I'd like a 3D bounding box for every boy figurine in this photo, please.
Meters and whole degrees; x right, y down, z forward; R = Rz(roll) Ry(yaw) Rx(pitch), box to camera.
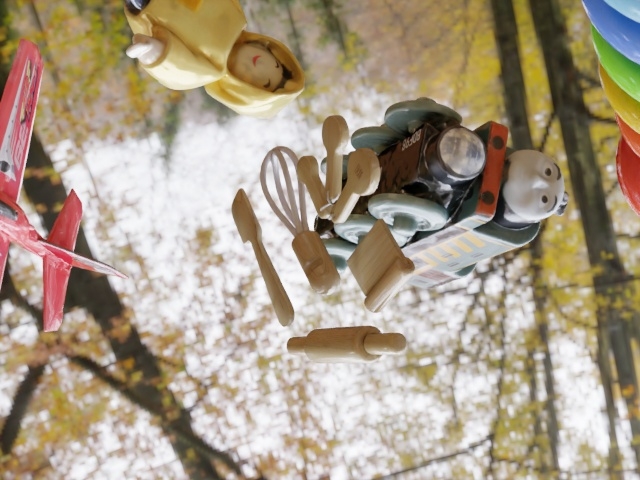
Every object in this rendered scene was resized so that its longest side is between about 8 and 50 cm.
[{"bbox_3d":[-0.126,-0.211,1.101,0.092,0.285,0.177,-20,-146,36],"label":"boy figurine"}]

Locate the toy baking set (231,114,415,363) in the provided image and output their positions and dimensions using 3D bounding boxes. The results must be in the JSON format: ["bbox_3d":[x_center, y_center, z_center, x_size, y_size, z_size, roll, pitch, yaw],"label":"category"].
[{"bbox_3d":[0.001,0.007,0.977,0.030,0.196,0.256,-3,172,-31],"label":"toy baking set"}]

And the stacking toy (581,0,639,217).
[{"bbox_3d":[0.174,-0.102,0.541,0.141,0.330,0.141,-6,-117,12],"label":"stacking toy"}]

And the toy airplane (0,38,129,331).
[{"bbox_3d":[-0.130,-0.007,0.513,0.028,0.151,0.151,1,-155,21],"label":"toy airplane"}]

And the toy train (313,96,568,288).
[{"bbox_3d":[0.111,-0.037,1.231,0.190,0.142,0.334,16,162,-18],"label":"toy train"}]
